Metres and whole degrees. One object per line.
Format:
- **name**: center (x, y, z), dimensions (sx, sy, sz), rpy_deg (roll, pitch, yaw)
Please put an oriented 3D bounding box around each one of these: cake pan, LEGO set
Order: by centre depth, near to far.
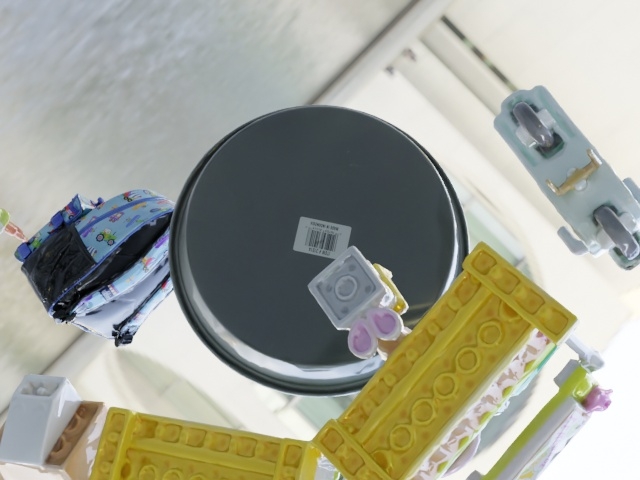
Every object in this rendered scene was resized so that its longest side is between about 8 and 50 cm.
- **LEGO set**: center (0.010, 0.071, 0.461), dimensions (0.287, 0.132, 0.107), rpy_deg (-31, 148, 16)
- **cake pan**: center (0.000, 0.000, 1.102), dimensions (0.293, 0.293, 0.054), rpy_deg (-46, 171, -12)

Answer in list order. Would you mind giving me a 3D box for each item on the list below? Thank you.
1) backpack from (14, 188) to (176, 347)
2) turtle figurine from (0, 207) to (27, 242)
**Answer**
- **backpack**: center (-0.214, 0.011, 1.240), dimensions (0.173, 0.117, 0.158), rpy_deg (-43, 154, 5)
- **turtle figurine**: center (-0.401, -0.043, 0.990), dimensions (0.217, 0.270, 0.087), rpy_deg (80, 32, -78)
